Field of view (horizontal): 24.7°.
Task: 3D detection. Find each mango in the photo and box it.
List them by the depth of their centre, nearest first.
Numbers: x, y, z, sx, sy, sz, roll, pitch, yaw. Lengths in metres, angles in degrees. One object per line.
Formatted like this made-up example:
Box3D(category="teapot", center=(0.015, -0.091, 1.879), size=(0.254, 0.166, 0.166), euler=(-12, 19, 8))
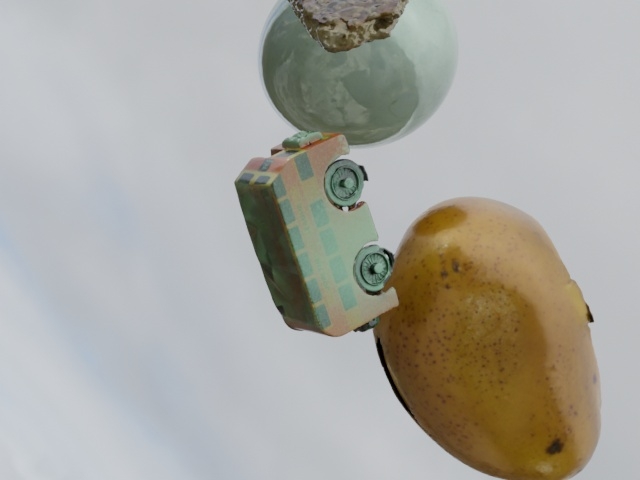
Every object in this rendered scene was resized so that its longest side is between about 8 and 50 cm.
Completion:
Box3D(category="mango", center=(0.157, 0.105, 1.371), size=(0.290, 0.191, 0.160), euler=(62, -3, -4))

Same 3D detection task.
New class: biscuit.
Box3D(category="biscuit", center=(0.028, -0.207, 1.040), size=(0.237, 0.131, 0.026), euler=(-119, -169, -55))

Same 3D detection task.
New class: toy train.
Box3D(category="toy train", center=(0.000, 0.000, 1.253), size=(0.072, 0.099, 0.188), euler=(5, -63, 55))

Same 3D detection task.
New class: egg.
Box3D(category="egg", center=(0.030, -0.180, 1.425), size=(0.183, 0.183, 0.264), euler=(52, -18, -14))
